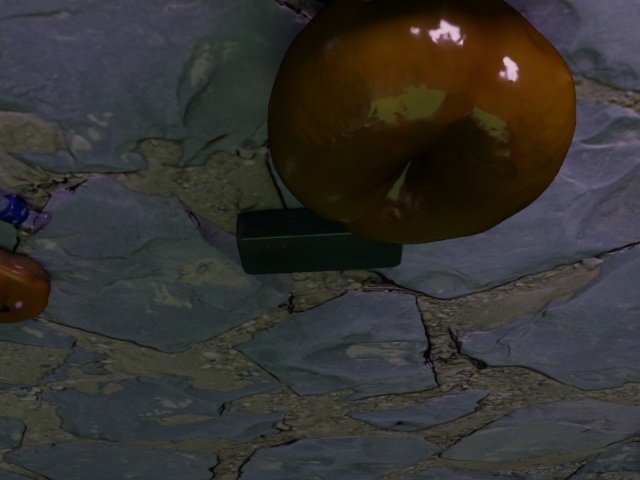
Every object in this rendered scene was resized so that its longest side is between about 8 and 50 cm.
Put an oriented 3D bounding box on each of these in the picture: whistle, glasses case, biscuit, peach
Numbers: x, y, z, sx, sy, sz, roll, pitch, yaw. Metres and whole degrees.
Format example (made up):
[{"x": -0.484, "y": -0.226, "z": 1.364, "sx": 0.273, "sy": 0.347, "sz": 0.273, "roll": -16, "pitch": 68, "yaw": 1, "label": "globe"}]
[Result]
[{"x": -0.322, "y": -0.032, "z": 0.733, "sx": 0.033, "sy": 0.029, "sz": 0.083, "roll": -49, "pitch": 141, "yaw": -1, "label": "whistle"}, {"x": 0.000, "y": 0.000, "z": 0.787, "sx": 0.184, "sy": 0.039, "sz": 0.077, "roll": -3, "pitch": 145, "yaw": 1, "label": "glasses case"}, {"x": -0.420, "y": 0.062, "z": 0.838, "sx": 0.170, "sy": 0.050, "sz": 0.170, "roll": -1, "pitch": 145, "yaw": -1, "label": "biscuit"}, {"x": 0.076, "y": -0.093, "z": 0.570, "sx": 0.251, "sy": 0.153, "sz": 0.251, "roll": -1, "pitch": 138, "yaw": -1, "label": "peach"}]
